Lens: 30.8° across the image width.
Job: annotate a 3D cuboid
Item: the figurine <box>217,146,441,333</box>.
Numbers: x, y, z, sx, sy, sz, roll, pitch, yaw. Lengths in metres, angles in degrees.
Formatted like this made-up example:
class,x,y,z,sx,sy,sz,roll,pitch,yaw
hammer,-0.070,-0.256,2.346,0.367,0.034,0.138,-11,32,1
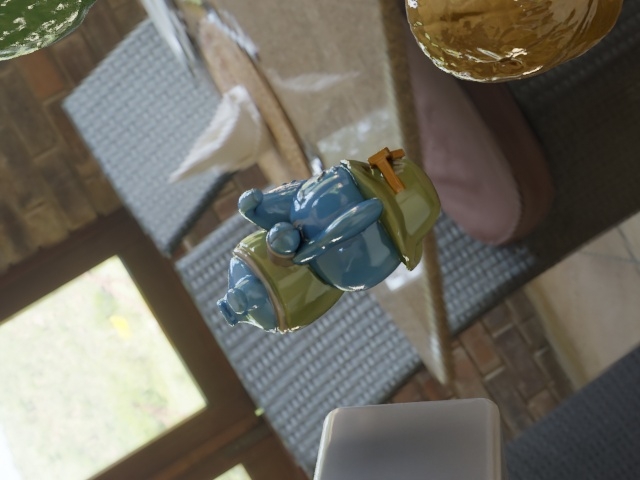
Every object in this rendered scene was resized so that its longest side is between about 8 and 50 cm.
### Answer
class,x,y,z,sx,sy,sz,roll,pitch,yaw
figurine,0.002,0.003,1.209,0.154,0.262,0.180,58,179,34

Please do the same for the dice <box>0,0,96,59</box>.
class,x,y,z,sx,sy,sz,roll,pitch,yaw
dice,-0.328,-0.347,0.905,0.318,0.322,0.330,-48,47,50

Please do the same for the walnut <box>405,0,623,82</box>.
class,x,y,z,sx,sy,sz,roll,pitch,yaw
walnut,0.189,-0.251,1.157,0.225,0.193,0.193,-2,120,60

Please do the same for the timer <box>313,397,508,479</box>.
class,x,y,z,sx,sy,sz,roll,pitch,yaw
timer,0.103,0.302,1.228,0.194,0.192,0.195,-76,-22,-59
